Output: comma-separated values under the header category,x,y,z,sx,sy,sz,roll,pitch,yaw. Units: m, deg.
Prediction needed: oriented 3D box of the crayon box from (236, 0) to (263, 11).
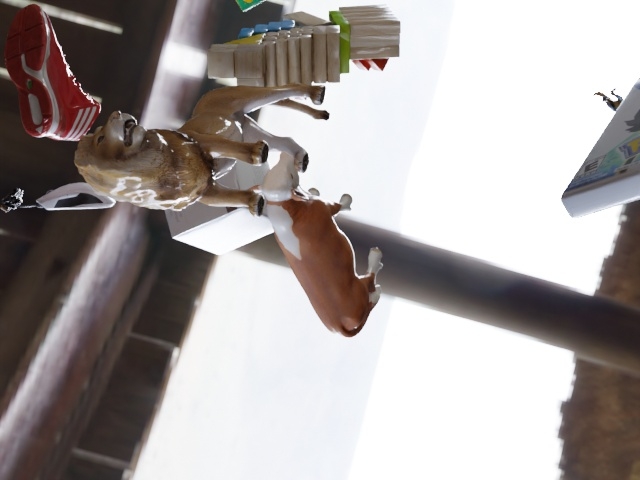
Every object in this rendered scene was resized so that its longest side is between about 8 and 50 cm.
category,x,y,z,sx,sy,sz,roll,pitch,yaw
crayon box,-0.143,-0.616,2.524,0.165,0.081,0.278,59,24,-19

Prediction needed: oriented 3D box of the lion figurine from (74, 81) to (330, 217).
category,x,y,z,sx,sy,sz,roll,pitch,yaw
lion figurine,-0.154,-0.141,1.654,0.392,0.240,0.142,-41,138,-61

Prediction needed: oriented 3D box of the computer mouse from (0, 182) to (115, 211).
category,x,y,z,sx,sy,sz,roll,pitch,yaw
computer mouse,-0.446,-0.076,2.005,0.106,0.192,0.042,-105,-167,-83

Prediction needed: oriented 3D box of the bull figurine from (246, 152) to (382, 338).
category,x,y,z,sx,sy,sz,roll,pitch,yaw
bull figurine,0.000,0.000,1.859,0.188,0.101,0.310,-34,104,-58

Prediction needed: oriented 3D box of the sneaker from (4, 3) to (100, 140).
category,x,y,z,sx,sy,sz,roll,pitch,yaw
sneaker,-0.420,-0.256,1.861,0.128,0.087,0.221,16,63,-60

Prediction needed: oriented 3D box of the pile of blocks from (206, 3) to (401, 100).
category,x,y,z,sx,sy,sz,roll,pitch,yaw
pile of blocks,-0.029,-0.289,1.884,0.149,0.362,0.113,34,-46,49

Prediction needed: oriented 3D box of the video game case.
category,x,y,z,sx,sy,sz,roll,pitch,yaw
video game case,0.449,-0.154,1.275,0.329,0.036,0.300,-21,-160,42

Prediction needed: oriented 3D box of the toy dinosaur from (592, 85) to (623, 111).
category,x,y,z,sx,sy,sz,roll,pitch,yaw
toy dinosaur,0.547,-0.242,2.117,0.047,0.082,0.090,-50,-154,9

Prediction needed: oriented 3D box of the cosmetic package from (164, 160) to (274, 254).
category,x,y,z,sx,sy,sz,roll,pitch,yaw
cosmetic package,-0.178,-0.081,2.107,0.183,0.151,0.151,25,45,-64
